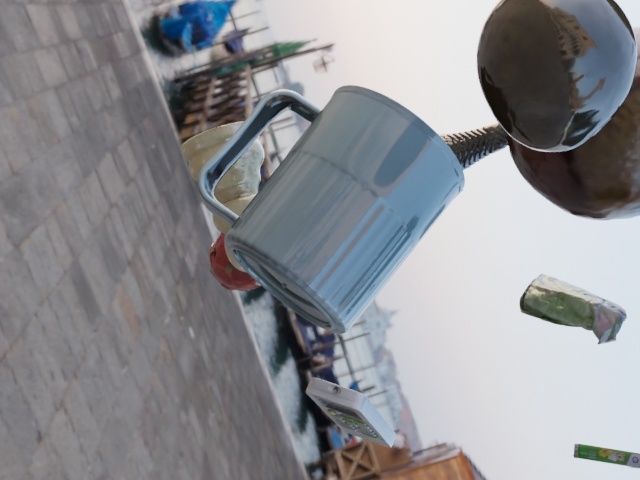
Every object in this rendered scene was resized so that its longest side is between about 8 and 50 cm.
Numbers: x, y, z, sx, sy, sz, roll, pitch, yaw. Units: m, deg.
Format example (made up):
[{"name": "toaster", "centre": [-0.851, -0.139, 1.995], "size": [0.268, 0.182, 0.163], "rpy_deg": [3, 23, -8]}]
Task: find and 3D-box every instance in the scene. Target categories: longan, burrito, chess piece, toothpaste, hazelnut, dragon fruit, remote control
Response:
[{"name": "longan", "centre": [0.276, -0.209, 0.937], "size": [0.212, 0.198, 0.198], "rpy_deg": [56, 12, -42]}, {"name": "burrito", "centre": [0.579, 0.150, 1.821], "size": [0.229, 0.144, 0.089], "rpy_deg": [19, -54, 34]}, {"name": "chess piece", "centre": [-0.168, -0.080, 1.651], "size": [0.167, 0.167, 0.299], "rpy_deg": [62, 10, -84]}, {"name": "toothpaste", "centre": [0.694, 0.512, 1.890], "size": [0.043, 0.178, 0.037], "rpy_deg": [80, 18, -72]}, {"name": "hazelnut", "centre": [0.567, -0.235, 1.550], "size": [0.353, 0.421, 0.421], "rpy_deg": [45, 23, -52]}, {"name": "dragon fruit", "centre": [-0.180, 0.036, 1.917], "size": [0.172, 0.209, 0.172], "rpy_deg": [38, 31, -28]}, {"name": "remote control", "centre": [0.056, 0.294, 1.350], "size": [0.034, 0.103, 0.250], "rpy_deg": [-66, 154, -21]}]

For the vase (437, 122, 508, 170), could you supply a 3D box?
[{"name": "vase", "centre": [0.389, -0.232, 1.807], "size": [0.115, 0.237, 0.115], "rpy_deg": [42, 37, -44]}]

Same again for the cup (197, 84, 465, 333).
[{"name": "cup", "centre": [0.009, -0.064, 1.245], "size": [0.331, 0.311, 0.257], "rpy_deg": [43, -14, -20]}]
